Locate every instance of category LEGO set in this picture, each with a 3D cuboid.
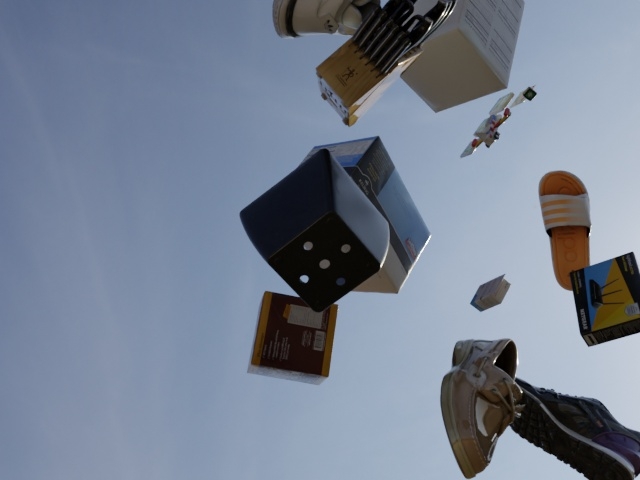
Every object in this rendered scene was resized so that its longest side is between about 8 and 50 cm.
[{"bbox_3d":[0.394,-0.283,1.455,0.060,0.244,0.182,37,-94,-7],"label":"LEGO set"}]

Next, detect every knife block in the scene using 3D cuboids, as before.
[{"bbox_3d":[0.111,-0.320,1.095,0.242,0.276,0.088,-39,-92,2],"label":"knife block"}]

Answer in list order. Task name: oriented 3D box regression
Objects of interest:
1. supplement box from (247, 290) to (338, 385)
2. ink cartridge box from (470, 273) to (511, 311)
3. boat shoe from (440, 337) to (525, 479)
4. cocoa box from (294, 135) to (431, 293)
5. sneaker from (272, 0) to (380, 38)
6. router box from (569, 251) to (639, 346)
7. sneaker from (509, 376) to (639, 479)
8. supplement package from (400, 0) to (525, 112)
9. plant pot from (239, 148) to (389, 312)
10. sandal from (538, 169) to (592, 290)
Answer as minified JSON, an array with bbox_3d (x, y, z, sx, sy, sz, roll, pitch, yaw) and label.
[{"bbox_3d":[-0.072,0.252,1.644,0.194,0.191,0.129,12,-23,-7],"label":"supplement box"},{"bbox_3d":[0.314,0.096,1.169,0.028,0.048,0.083,38,-27,-4],"label":"ink cartridge box"},{"bbox_3d":[0.275,0.254,1.069,0.110,0.341,0.121,-17,-73,22],"label":"boat shoe"},{"bbox_3d":[0.091,-0.061,1.674,0.232,0.228,0.347,-2,-49,42],"label":"cocoa box"},{"bbox_3d":[0.050,-0.578,1.416,0.210,0.365,0.137,14,-27,18],"label":"sneaker"},{"bbox_3d":[0.573,0.114,1.267,0.133,0.178,0.046,-24,-59,28],"label":"router box"},{"bbox_3d":[0.458,0.332,1.192,0.124,0.283,0.107,-32,-35,-36],"label":"sneaker"},{"bbox_3d":[0.306,-0.469,1.443,0.198,0.262,0.199,36,-31,-33],"label":"supplement package"},{"bbox_3d":[0.000,0.000,1.017,0.188,0.167,0.187,-37,-66,10],"label":"plant pot"},{"bbox_3d":[0.532,-0.021,1.370,0.102,0.265,0.076,-9,0,18],"label":"sandal"}]
